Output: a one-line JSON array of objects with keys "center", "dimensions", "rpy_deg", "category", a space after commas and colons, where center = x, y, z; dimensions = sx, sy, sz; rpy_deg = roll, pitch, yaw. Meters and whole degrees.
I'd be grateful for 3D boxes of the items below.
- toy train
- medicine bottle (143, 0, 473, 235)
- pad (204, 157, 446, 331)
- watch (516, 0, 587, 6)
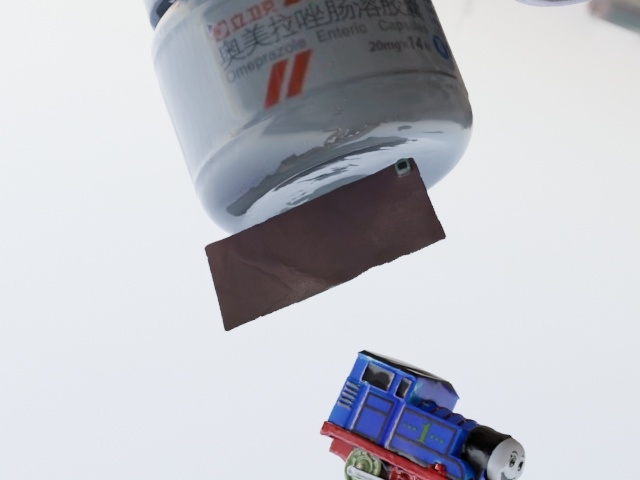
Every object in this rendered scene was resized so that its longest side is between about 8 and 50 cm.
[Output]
[{"center": [0.099, 0.191, 1.603], "dimensions": [0.204, 0.131, 0.083], "rpy_deg": [21, 174, 42], "category": "toy train"}, {"center": [-0.026, -0.177, 1.492], "dimensions": [0.245, 0.245, 0.306], "rpy_deg": [1, -117, -49], "category": "medicine bottle"}, {"center": [0.000, 0.000, 1.381], "dimensions": [0.113, 0.188, 0.006], "rpy_deg": [-108, -6, -50], "category": "pad"}, {"center": [0.248, -0.310, 1.640], "dimensions": [0.248, 0.217, 0.210], "rpy_deg": [2, -117, -47], "category": "watch"}]
